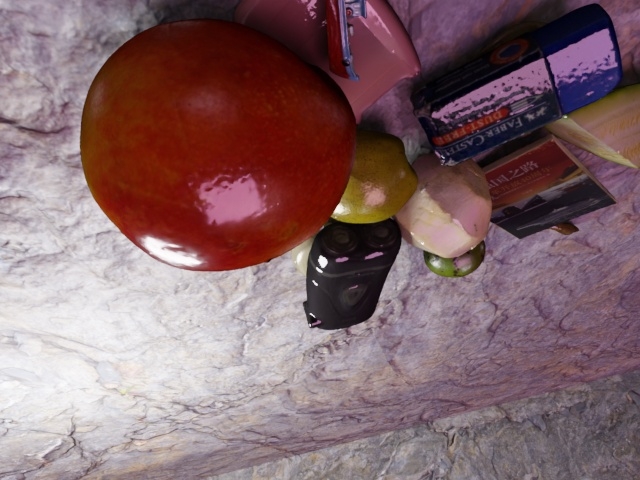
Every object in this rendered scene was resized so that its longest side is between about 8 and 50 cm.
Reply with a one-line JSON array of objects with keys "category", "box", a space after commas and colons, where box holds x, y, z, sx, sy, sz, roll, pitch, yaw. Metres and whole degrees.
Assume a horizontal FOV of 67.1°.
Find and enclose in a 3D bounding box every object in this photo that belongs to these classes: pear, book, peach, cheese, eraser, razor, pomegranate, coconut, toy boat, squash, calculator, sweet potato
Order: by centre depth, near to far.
[{"category": "toy boat", "box": [0.038, -0.316, 0.711, 0.059, 0.069, 0.172, -3, 133, 3]}, {"category": "peach", "box": [-0.133, -0.131, 0.720, 0.389, 0.388, 0.388, -9, 142, -8]}, {"category": "calculator", "box": [0.015, -0.317, 0.787, 0.220, 0.048, 0.330, -37, 134, 27]}, {"category": "eraser", "box": [0.336, -0.259, 0.852, 0.332, 0.101, 0.155, -22, 129, 24]}, {"category": "pear", "box": [0.086, -0.124, 0.944, 0.198, 0.198, 0.198, -9, 142, -8]}, {"category": "squash", "box": [0.546, -0.211, 0.988, 0.289, 0.111, 0.202, -25, 122, -23]}, {"category": "coconut", "box": [0.254, -0.069, 1.043, 0.197, 0.237, 0.236, -29, 162, -50]}, {"category": "razor", "box": [0.064, 0.083, 1.129, 0.205, 0.113, 0.348, -10, 144, -16]}, {"category": "cheese", "box": [-0.020, 0.006, 1.153, 0.164, 0.070, 0.249, -31, 140, 18]}, {"category": "book", "box": [0.520, -0.111, 1.180, 0.374, 0.028, 0.263, 22, 145, -38]}, {"category": "pomegranate", "box": [0.338, -0.003, 1.222, 0.156, 0.156, 0.220, -10, 118, -7]}, {"category": "sweet potato", "box": [0.676, -0.036, 1.365, 0.153, 0.038, 0.041, 1, 116, -17]}]

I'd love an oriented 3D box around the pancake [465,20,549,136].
[{"category": "pancake", "box": [0.362, -0.300, 0.926, 0.242, 0.050, 0.241, -2, 136, -2]}]
